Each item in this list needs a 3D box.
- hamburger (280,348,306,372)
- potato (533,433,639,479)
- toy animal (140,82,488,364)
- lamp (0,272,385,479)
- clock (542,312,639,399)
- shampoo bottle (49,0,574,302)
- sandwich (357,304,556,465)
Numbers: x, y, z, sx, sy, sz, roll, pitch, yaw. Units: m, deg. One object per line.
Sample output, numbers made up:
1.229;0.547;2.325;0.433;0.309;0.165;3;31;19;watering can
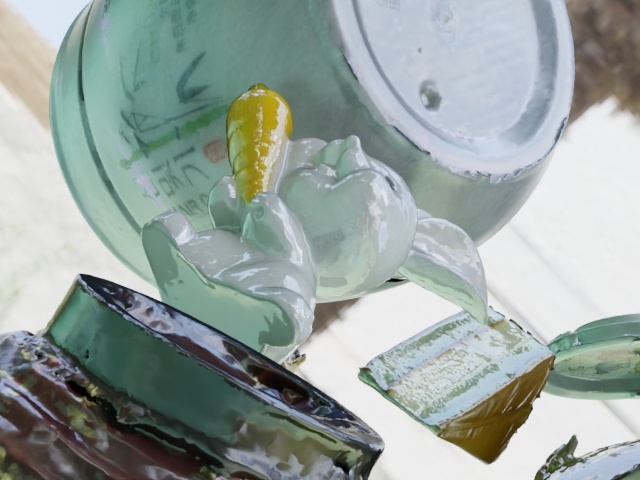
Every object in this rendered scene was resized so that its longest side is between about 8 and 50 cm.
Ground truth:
-0.080;0.234;1.552;0.318;0.158;0.319;179;-90;-87;hamburger
0.313;0.340;1.376;0.442;0.385;0.319;26;7;1;potato
0.000;0.000;0.869;0.131;0.181;0.127;29;-48;34;toy animal
-0.087;0.140;0.695;0.247;0.247;0.247;43;-19;19;lamp
0.331;0.115;1.844;0.236;0.236;0.053;105;-19;-68;clock
-0.008;-0.097;1.069;0.266;0.273;0.273;-23;-72;44;shampoo bottle
0.081;0.126;1.241;0.079;0.163;0.113;35;-57;22;sandwich
